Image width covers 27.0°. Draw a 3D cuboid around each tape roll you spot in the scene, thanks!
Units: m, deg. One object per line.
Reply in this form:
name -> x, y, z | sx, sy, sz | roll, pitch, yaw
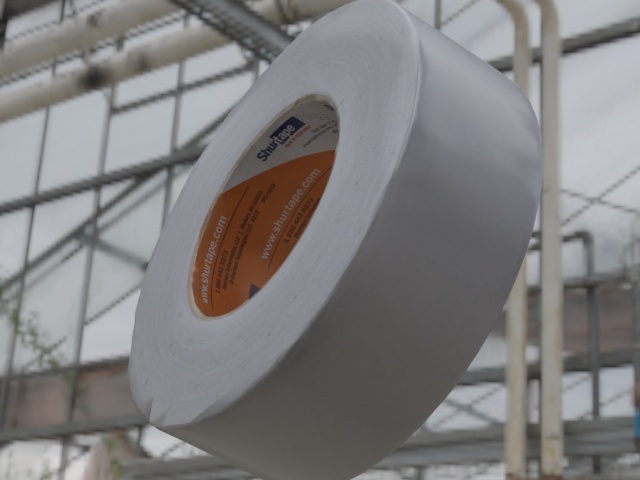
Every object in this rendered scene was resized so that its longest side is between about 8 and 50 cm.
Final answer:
tape roll -> 0.000, 0.000, 0.613 | 0.072, 0.219, 0.219 | 31, -31, -25
